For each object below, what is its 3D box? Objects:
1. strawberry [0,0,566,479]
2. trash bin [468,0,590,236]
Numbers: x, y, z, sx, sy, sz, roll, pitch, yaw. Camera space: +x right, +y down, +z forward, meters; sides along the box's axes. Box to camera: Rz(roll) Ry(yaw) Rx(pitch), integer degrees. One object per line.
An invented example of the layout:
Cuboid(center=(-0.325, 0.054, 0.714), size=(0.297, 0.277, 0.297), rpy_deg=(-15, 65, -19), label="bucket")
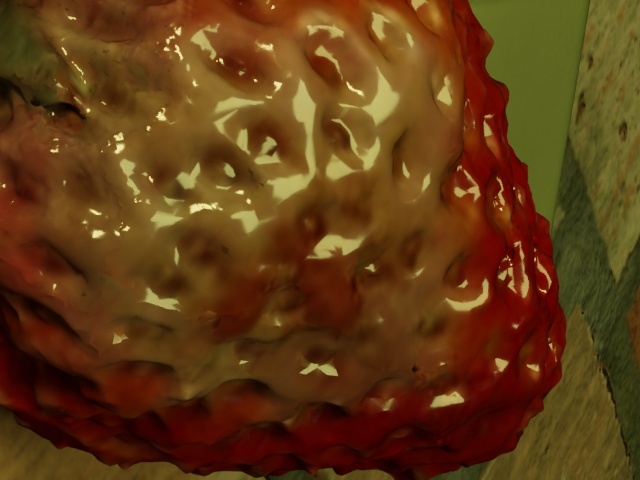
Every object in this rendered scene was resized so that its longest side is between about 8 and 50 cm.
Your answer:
Cuboid(center=(0.000, 0.000, 0.783), size=(0.336, 0.149, 0.265), rpy_deg=(37, 84, -35), label="strawberry")
Cuboid(center=(0.050, -0.049, 0.991), size=(0.243, 0.121, 0.247), rpy_deg=(-17, 117, -57), label="trash bin")
